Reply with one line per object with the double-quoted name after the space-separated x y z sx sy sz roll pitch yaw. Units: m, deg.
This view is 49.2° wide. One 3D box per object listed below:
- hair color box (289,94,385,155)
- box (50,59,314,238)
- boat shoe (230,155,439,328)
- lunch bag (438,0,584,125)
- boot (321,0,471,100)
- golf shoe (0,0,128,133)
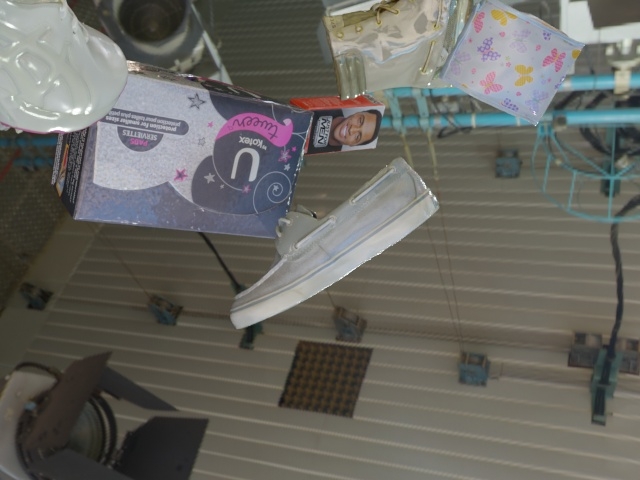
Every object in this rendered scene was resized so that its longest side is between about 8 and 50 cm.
0.020 -0.168 1.009 0.141 0.072 0.043 -12 -142 -32 "hair color box"
-0.157 -0.105 0.798 0.247 0.163 0.142 6 -164 -33 "box"
0.000 0.000 0.671 0.227 0.079 0.081 -33 -92 3 "boat shoe"
0.140 -0.138 0.527 0.083 0.071 0.053 19 -158 -15 "lunch bag"
0.083 -0.267 0.793 0.165 0.213 0.077 -7 -148 1 "boot"
-0.203 -0.149 0.443 0.140 0.306 0.115 -45 -99 16 "golf shoe"
